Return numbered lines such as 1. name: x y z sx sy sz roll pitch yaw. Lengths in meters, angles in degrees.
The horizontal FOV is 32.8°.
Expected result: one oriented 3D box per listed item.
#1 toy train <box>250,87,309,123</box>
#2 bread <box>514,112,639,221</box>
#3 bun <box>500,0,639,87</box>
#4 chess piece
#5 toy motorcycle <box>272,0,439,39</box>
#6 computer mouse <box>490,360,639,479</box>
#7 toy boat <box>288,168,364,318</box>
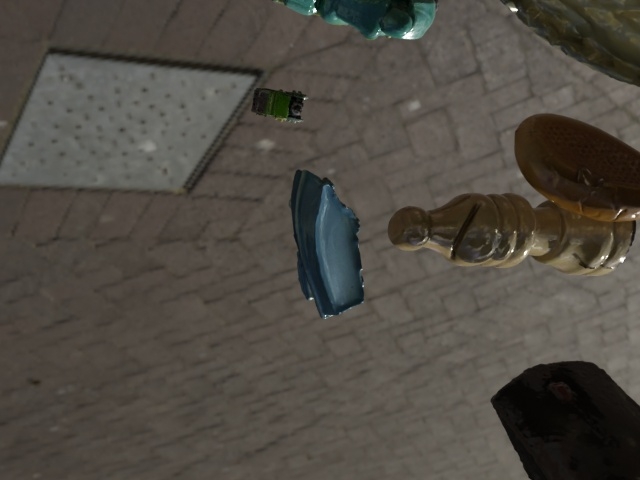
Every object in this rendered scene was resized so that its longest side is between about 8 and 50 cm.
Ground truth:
1. toy train: -0.081 -0.248 1.976 0.081 0.060 0.202 9 -174 -17
2. bread: 0.307 -0.080 1.262 0.189 0.114 0.077 27 138 2
3. bun: 0.248 -0.279 0.650 0.202 0.364 0.364 -41 175 -43
4. chess piece: 0.226 -0.011 1.368 0.307 0.139 0.124 1 111 -21
5. toy motorcycle: 0.052 -0.342 1.550 0.296 0.198 0.109 8 120 -21
6. computer mouse: 0.330 0.250 1.300 0.168 0.295 0.087 -20 141 -14
7. toy boat: 0.000 0.000 1.712 0.109 0.238 0.098 -24 -157 -32
